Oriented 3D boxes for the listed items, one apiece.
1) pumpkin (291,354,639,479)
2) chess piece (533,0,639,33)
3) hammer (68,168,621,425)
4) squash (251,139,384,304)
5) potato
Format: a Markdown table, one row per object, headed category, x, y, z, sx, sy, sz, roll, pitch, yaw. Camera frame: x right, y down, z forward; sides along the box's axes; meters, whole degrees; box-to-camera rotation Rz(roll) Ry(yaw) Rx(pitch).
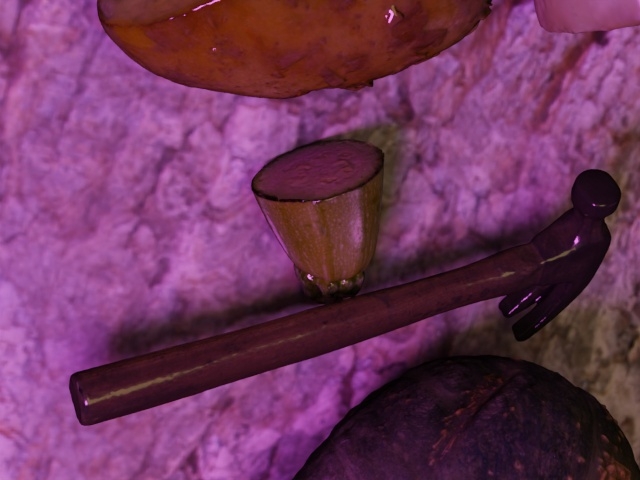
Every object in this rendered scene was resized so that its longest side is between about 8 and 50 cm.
| category | x | y | z | sx | sy | sz | roll | pitch | yaw |
| --- | --- | --- | --- | --- | --- | --- | --- | --- | --- |
| pumpkin | 0.107 | 0.249 | 1.276 | 0.328 | 0.257 | 0.291 | -38 | 105 | 0 |
| chess piece | 0.215 | -0.386 | 1.185 | 0.234 | 0.234 | 0.442 | -22 | 106 | -14 |
| hammer | 0.023 | 0.057 | 1.258 | 0.440 | 0.044 | 0.168 | -15 | 146 | -19 |
| squash | 0.008 | 0.002 | 1.269 | 0.105 | 0.105 | 0.132 | -19 | 117 | -15 |
| potato | -0.010 | -0.182 | 1.177 | 0.298 | 0.141 | 0.176 | -16 | 131 | -13 |
